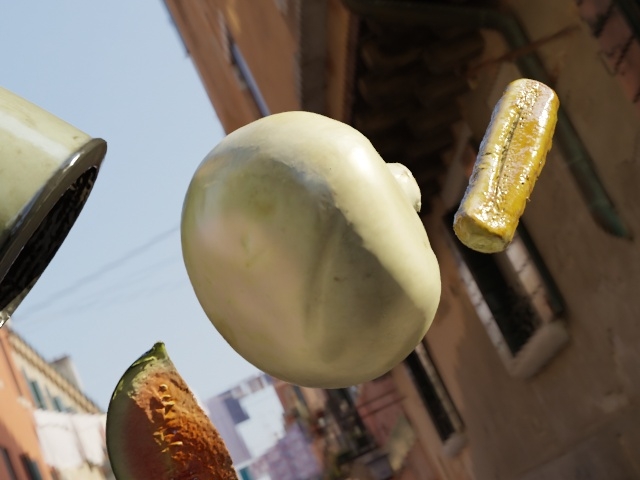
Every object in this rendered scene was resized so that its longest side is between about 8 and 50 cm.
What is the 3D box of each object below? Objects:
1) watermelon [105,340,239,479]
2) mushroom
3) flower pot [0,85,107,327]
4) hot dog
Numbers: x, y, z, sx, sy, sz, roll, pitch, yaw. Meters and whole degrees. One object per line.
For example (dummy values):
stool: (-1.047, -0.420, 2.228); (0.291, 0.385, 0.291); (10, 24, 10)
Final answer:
watermelon: (-0.162, 0.232, 1.264); (0.119, 0.245, 0.063); (-21, 8, 9)
mushroom: (0.000, 0.000, 0.994); (0.202, 0.246, 0.246); (-38, -7, -32)
flower pot: (-0.437, -0.071, 1.238); (0.293, 0.330, 0.293); (-55, 4, 6)
hot dog: (0.217, -0.090, 1.369); (0.286, 0.088, 0.061); (-57, -3, -42)
